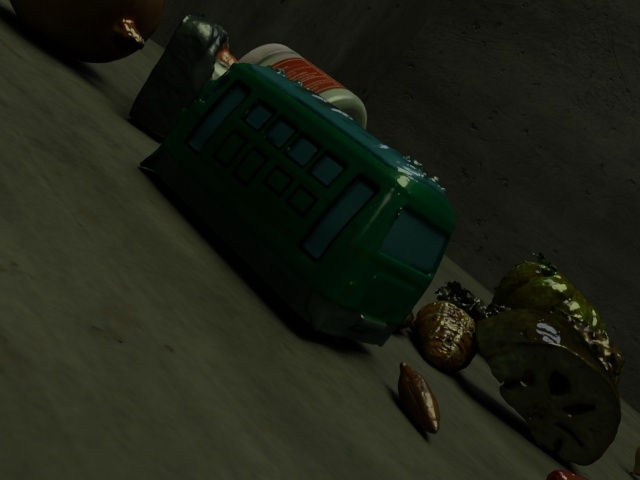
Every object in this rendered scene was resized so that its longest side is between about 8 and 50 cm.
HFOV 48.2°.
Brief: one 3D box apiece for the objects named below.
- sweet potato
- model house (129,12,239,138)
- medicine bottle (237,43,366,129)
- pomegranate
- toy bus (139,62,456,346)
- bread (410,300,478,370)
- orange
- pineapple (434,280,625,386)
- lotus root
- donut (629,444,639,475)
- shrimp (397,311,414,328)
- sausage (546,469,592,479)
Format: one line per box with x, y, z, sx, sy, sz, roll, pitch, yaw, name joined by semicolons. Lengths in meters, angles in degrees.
0.095;0.155;0.694;0.034;0.034;0.095;33;20;-28;sweet potato
-0.128;-0.199;1.169;0.300;0.190;0.271;37;6;-8;model house
-0.063;-0.259;1.550;0.241;0.253;0.252;42;9;26;medicine bottle
-0.358;-0.399;1.136;0.271;0.252;0.229;61;23;13;pomegranate
-0.022;-0.056;0.804;0.343;0.199;0.183;40;9;32;toy bus
0.190;0.135;1.067;0.105;0.076;0.233;41;7;11;bread
0.537;0.192;1.717;0.300;0.223;0.301;58;16;23;orange
0.377;0.190;1.348;0.361;0.175;0.175;25;1;31;pineapple
0.324;0.194;0.996;0.235;0.138;0.119;48;12;-6;lotus root
0.655;0.409;1.303;0.146;0.078;0.181;-6;-24;37;donut
0.000;0.000;1.049;0.365;0.071;0.233;42;4;13;shrimp
0.329;0.305;0.851;0.253;0.034;0.034;30;11;-40;sausage
